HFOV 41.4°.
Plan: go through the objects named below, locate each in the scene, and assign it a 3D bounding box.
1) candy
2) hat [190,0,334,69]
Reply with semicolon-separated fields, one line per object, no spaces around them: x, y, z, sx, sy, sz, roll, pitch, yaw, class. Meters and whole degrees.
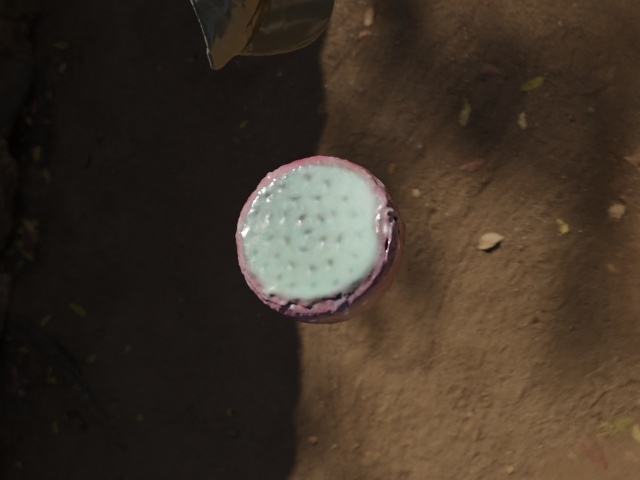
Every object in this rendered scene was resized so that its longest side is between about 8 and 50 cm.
0.000;0.000;0.514;0.103;0.043;0.103;-4;72;12;candy
-0.060;-0.267;0.802;0.173;0.144;0.166;-23;79;-15;hat
